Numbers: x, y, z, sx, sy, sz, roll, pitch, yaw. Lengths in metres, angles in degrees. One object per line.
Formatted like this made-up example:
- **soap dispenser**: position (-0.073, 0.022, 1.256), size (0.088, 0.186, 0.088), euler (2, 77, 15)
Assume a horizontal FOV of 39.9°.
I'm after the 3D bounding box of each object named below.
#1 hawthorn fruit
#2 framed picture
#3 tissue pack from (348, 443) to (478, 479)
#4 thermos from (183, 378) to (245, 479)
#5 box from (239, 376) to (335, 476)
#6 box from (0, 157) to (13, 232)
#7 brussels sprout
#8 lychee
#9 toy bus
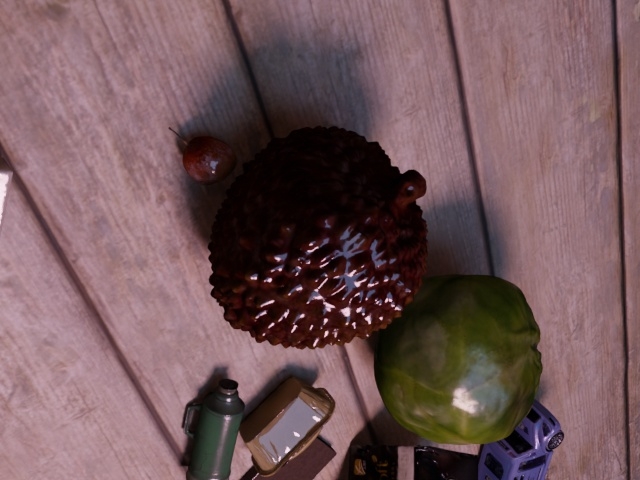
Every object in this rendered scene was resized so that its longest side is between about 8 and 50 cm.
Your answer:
- **hawthorn fruit**: position (-0.161, -0.117, 1.174), size (0.067, 0.067, 0.103), euler (-50, 129, 1)
- **framed picture**: position (-0.064, 0.418, 1.600), size (0.168, 0.023, 0.128), euler (-46, 133, -3)
- **tissue pack**: position (0.171, 0.561, 1.630), size (0.210, 0.198, 0.370), euler (20, 67, -37)
- **thermos**: position (-0.170, 0.309, 1.431), size (0.073, 0.083, 0.188), euler (-17, 127, -54)
- **box**: position (-0.055, 0.314, 1.489), size (0.177, 0.111, 0.111), euler (-45, 133, -4)
- **box**: position (-0.504, 0.067, 1.048), size (0.204, 0.051, 0.365), euler (3, 115, -37)
- **brussels sprout**: position (0.242, 0.202, 1.518), size (0.354, 0.281, 0.289), euler (-1, 87, -56)
- **lychee**: position (0.000, 0.000, 1.204), size (0.330, 0.306, 0.306), euler (-31, 138, 22)
- **toy bus**: position (0.417, 0.482, 1.914), size (0.133, 0.125, 0.292), euler (-11, 124, -30)
